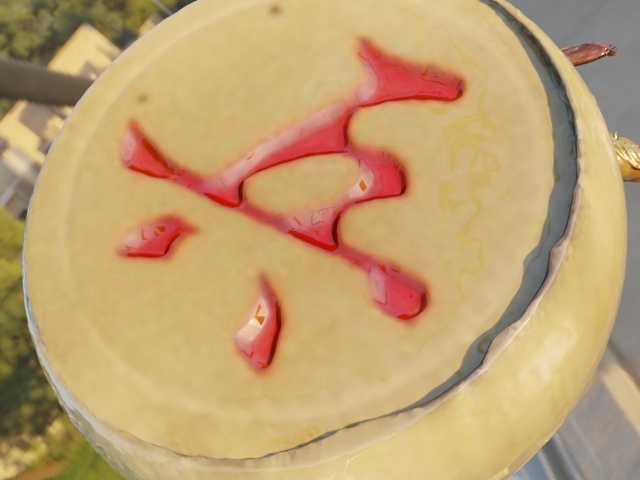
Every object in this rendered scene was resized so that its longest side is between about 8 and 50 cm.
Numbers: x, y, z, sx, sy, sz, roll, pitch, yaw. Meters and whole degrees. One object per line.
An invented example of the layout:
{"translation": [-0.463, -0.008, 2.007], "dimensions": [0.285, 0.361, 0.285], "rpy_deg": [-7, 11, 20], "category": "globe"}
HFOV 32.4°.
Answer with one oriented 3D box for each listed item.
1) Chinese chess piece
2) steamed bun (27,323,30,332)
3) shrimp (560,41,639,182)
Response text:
{"translation": [0.000, 0.000, 0.461], "dimensions": [0.249, 0.103, 0.250], "rpy_deg": [-9, 58, 15], "category": "Chinese chess piece"}
{"translation": [-0.082, 0.048, 0.993], "dimensions": [0.334, 0.233, 0.312], "rpy_deg": [-45, -17, 3], "category": "steamed bun"}
{"translation": [0.183, -0.073, 0.692], "dimensions": [0.025, 0.127, 0.091], "rpy_deg": [-86, 15, -73], "category": "shrimp"}
